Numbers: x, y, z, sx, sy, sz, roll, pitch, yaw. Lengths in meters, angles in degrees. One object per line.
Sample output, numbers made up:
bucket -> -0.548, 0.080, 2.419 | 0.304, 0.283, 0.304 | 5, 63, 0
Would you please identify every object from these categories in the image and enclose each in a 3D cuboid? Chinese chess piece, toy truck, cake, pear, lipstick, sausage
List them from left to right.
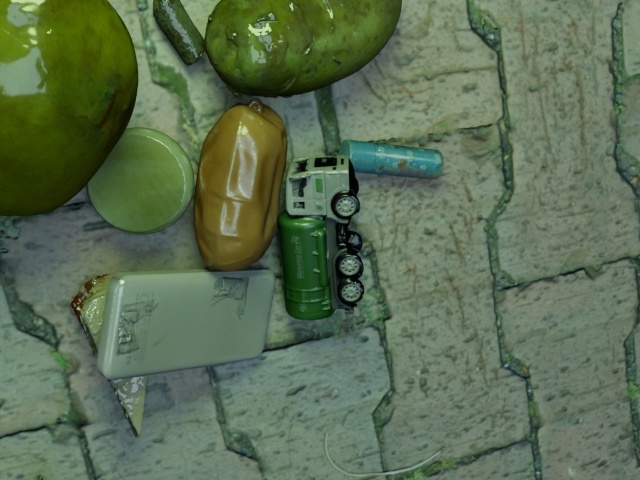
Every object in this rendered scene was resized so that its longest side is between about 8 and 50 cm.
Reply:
pear -> -0.339, -0.176, 0.969 | 0.269, 0.269, 0.321 | 7, 126, -22
cake -> -0.294, 0.157, 1.166 | 0.117, 0.086, 0.220 | 8, 100, -22
Chinese chess piece -> -0.241, -0.079, 1.126 | 0.144, 0.058, 0.144 | 0, 101, 0
sausage -> -0.111, -0.076, 1.158 | 0.120, 0.136, 0.241 | 8, 96, -15
toy truck -> 0.000, 0.000, 1.222 | 0.125, 0.101, 0.242 | -1, 111, 4
lipstick -> 0.108, -0.121, 1.269 | 0.158, 0.048, 0.048 | 4, 101, -21

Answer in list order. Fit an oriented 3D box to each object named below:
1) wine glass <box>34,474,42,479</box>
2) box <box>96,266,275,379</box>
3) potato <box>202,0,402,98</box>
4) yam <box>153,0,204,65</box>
wine glass -> -0.489, 0.384, 1.124 | 0.232, 0.156, 0.156 | 2, 102, -26
box -> -0.176, 0.109, 1.163 | 0.285, 0.044, 0.142 | 0, 103, -49
potato -> -0.020, -0.293, 1.134 | 0.298, 0.141, 0.176 | -26, 108, -26
yam -> -0.189, -0.284, 1.124 | 0.043, 0.043, 0.094 | -37, 114, -9
